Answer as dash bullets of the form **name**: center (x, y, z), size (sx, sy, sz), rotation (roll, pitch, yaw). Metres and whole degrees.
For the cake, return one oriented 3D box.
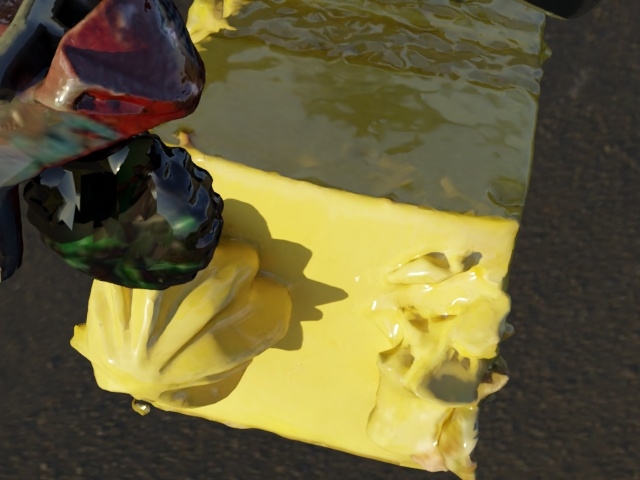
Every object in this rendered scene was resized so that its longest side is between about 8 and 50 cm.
- **cake**: center (0.000, 0.000, 0.794), size (0.227, 0.222, 0.286), rotation (11, 49, 2)

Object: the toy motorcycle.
- **toy motorcycle**: center (-0.126, -0.053, 0.427), size (0.213, 0.122, 0.082), rotation (20, 40, -4)

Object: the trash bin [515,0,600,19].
- **trash bin**: center (0.086, -0.228, 0.556), size (0.176, 0.101, 0.236), rotation (23, 92, -2)
